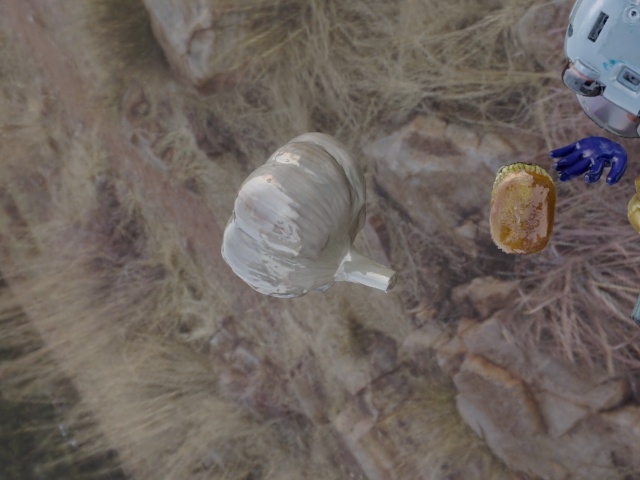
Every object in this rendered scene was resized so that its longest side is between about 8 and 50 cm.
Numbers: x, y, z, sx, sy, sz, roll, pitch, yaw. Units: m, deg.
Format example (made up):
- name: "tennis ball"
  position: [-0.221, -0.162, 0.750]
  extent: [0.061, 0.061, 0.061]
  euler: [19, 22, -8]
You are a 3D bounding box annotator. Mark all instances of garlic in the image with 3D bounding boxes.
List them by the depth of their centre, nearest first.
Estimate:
- name: "garlic"
  position: [0.000, 0.000, 0.869]
  extent: [0.212, 0.218, 0.218]
  euler: [36, 146, 13]

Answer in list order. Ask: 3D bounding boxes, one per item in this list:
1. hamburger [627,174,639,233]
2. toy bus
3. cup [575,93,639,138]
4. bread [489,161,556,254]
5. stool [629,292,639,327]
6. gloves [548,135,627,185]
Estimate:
- name: "hamburger"
  position: [0.804, -0.052, 1.518]
  extent: [0.319, 0.319, 0.158]
  euler: [38, 128, 46]
- name: "toy bus"
  position: [0.504, -0.279, 1.023]
  extent: [0.288, 0.232, 0.194]
  euler: [41, 139, 22]
- name: "cup"
  position: [0.641, -0.348, 1.349]
  extent: [0.203, 0.203, 0.288]
  euler: [60, 157, 16]
- name: "bread"
  position: [0.418, -0.063, 1.490]
  extent: [0.114, 0.132, 0.190]
  euler: [-57, -33, -67]
- name: "stool"
  position: [0.405, -0.049, 0.468]
  extent: [0.297, 0.297, 0.330]
  euler: [24, 98, 55]
- name: "gloves"
  position: [0.267, -0.076, 0.707]
  extent: [0.064, 0.086, 0.026]
  euler: [52, 148, 42]
